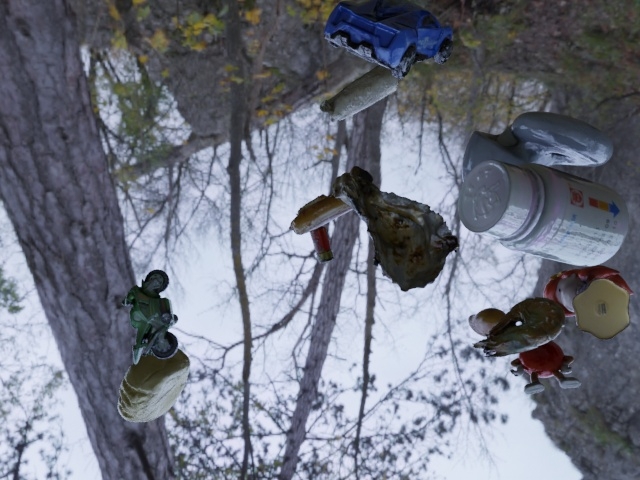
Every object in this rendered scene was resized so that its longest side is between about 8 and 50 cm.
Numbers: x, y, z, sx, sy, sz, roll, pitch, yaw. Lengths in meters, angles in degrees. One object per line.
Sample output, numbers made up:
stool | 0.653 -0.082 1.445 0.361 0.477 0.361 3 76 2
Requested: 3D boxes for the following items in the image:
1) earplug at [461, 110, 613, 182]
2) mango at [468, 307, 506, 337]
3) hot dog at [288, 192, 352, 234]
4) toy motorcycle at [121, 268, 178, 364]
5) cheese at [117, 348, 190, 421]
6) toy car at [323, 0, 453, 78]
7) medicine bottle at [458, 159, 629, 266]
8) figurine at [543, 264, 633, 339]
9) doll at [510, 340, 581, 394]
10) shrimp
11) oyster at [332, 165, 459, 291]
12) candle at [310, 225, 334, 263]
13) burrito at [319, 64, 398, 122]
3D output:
earplug | 0.472 -0.190 1.254 0.325 0.175 0.214 -13 160 40
mango | 0.549 0.275 1.850 0.084 0.184 0.102 -35 -91 -24
hot dog | 0.022 -0.089 1.478 0.250 0.076 0.104 -25 -178 15
toy motorcycle | -0.360 0.158 1.183 0.106 0.190 0.074 -10 171 -6
cheese | -0.470 0.417 1.605 0.117 0.214 0.226 31 -163 22
toy car | 0.090 -0.243 0.641 0.103 0.063 0.216 31 -144 17
medicine bottle | 0.418 -0.053 1.057 0.292 0.170 0.170 12 -154 -25
figurine | 0.768 0.161 1.593 0.181 0.208 0.257 40 -168 -3
doll | 0.657 0.368 1.674 0.183 0.085 0.217 -13 -150 9
shrimp | 0.441 0.198 1.260 0.217 0.051 0.115 -30 -144 22
oyster | 0.154 -0.034 1.319 0.337 0.133 0.198 44 -103 7
candle | 0.000 0.000 1.676 0.051 0.131 0.052 -17 -173 2
burrito | 0.104 -0.367 1.385 0.225 0.060 0.087 -31 -114 0
